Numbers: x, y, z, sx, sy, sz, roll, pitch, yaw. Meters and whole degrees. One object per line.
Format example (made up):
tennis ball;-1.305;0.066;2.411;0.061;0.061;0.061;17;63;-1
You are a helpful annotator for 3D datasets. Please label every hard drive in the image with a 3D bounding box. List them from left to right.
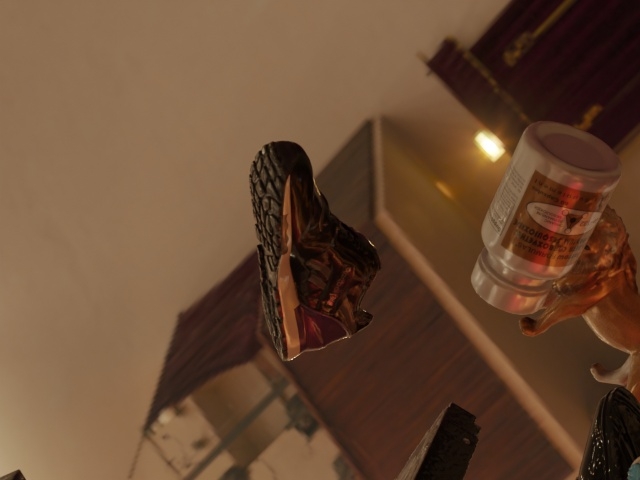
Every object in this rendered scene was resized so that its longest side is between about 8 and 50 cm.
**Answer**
hard drive;0.090;0.372;1.407;0.064;0.237;0.339;32;-150;6

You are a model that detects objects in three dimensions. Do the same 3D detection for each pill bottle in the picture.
pill bottle;0.278;-0.024;1.455;0.131;0.229;0.131;14;-147;-9

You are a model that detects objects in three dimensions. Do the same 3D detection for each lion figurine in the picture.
lion figurine;0.467;0.124;1.792;0.392;0.240;0.142;44;-144;-7

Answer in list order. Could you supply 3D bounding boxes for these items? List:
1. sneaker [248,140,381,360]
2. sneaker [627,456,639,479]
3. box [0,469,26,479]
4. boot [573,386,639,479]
sneaker;0.000;0.000;1.199;0.283;0.124;0.107;88;163;-46
sneaker;0.404;0.222;1.146;0.228;0.087;0.092;3;-128;-20
box;-0.394;0.428;1.472;0.233;0.059;0.183;-86;-28;-76
boot;0.343;0.333;1.574;0.094;0.207;0.247;38;-136;-28
